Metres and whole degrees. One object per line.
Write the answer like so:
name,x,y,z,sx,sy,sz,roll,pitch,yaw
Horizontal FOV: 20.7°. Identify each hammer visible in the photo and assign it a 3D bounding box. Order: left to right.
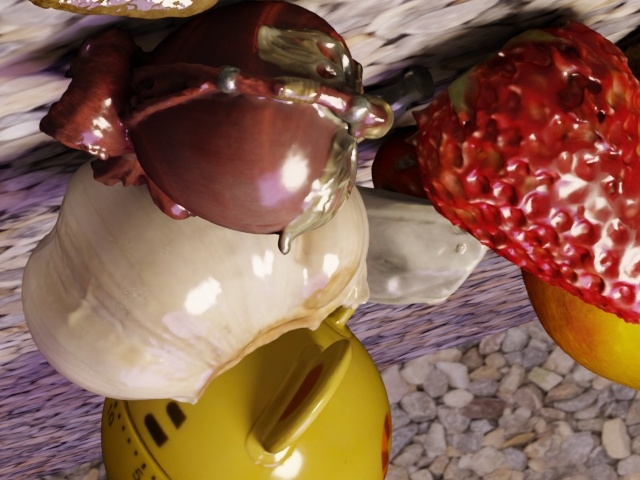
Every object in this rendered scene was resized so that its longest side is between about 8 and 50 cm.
hammer,-0.029,-0.104,1.347,0.246,0.029,0.103,-4,162,-44

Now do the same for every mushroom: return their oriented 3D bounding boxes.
mushroom,-0.001,-0.002,1.558,0.351,0.109,0.097,1,-145,26

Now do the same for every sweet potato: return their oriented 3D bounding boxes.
sweet potato,-0.123,-0.144,0.982,0.153,0.038,0.041,3,137,-38

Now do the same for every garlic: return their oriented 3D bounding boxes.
garlic,-0.103,-0.004,1.338,0.281,0.203,0.185,-34,154,-11

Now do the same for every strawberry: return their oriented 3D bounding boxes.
strawberry,0.201,-0.044,1.391,0.205,0.244,0.205,-37,176,-3

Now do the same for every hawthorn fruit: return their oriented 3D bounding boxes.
hawthorn fruit,0.091,-0.056,1.592,0.093,0.093,0.093,-16,169,-3

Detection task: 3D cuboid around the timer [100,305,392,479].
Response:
timer,-0.064,0.189,2.014,0.376,0.376,0.387,-3,140,-50

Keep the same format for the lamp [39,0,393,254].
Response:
lamp,-0.055,-0.083,1.146,0.223,0.151,0.215,23,169,19

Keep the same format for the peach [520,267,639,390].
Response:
peach,0.351,0.038,1.709,0.306,0.242,0.380,-9,-174,20

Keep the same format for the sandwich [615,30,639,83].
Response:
sandwich,0.361,-0.140,1.580,0.273,0.095,0.249,-12,171,-29
